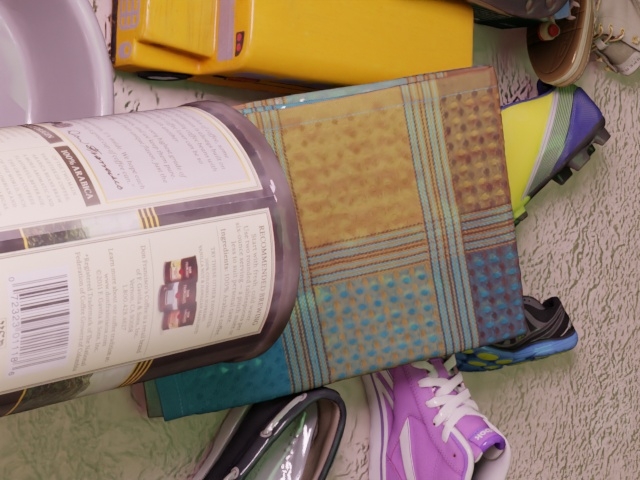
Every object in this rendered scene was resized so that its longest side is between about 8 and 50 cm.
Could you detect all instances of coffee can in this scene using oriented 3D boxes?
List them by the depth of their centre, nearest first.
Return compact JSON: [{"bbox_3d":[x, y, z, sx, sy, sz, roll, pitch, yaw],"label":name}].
[{"bbox_3d":[-0.183,0.013,1.029,0.275,0.201,0.201,-11,98,-38],"label":"coffee can"}]

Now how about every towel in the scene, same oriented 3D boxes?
[{"bbox_3d":[0.000,0.000,1.311,0.370,0.040,0.271,-12,105,-15],"label":"towel"}]

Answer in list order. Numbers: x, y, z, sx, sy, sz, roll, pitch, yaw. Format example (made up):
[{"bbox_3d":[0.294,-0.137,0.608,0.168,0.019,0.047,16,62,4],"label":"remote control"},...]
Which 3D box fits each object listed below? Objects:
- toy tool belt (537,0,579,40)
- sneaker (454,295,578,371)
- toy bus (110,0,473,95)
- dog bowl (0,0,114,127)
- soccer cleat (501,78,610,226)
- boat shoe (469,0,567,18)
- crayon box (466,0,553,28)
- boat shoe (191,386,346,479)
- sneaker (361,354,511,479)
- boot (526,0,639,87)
[{"bbox_3d":[0.238,-0.245,1.481,0.052,0.051,0.083,-24,107,-36],"label":"toy tool belt"},{"bbox_3d":[0.197,0.096,1.566,0.188,0.067,0.078,-6,75,-37],"label":"sneaker"},{"bbox_3d":[-0.023,-0.190,1.327,0.332,0.130,0.108,4,89,-39],"label":"toy bus"},{"bbox_3d":[-0.313,-0.109,1.114,0.349,0.102,0.349,-1,91,-39],"label":"dog bowl"},{"bbox_3d":[0.185,-0.075,1.544,0.289,0.093,0.121,-40,84,-27],"label":"soccer cleat"},{"bbox_3d":[0.084,-0.288,1.332,0.324,0.120,0.122,19,102,-27],"label":"boat shoe"},{"bbox_3d":[0.154,-0.394,1.495,0.203,0.083,0.323,5,89,-39],"label":"crayon box"},{"bbox_3d":[-0.074,0.258,1.324,0.114,0.091,0.302,35,70,-34],"label":"boat shoe"},{"bbox_3d":[0.121,0.146,1.437,0.102,0.161,0.282,-14,99,-36],"label":"sneaker"},{"bbox_3d":[0.301,-0.225,1.600,0.165,0.077,0.213,37,46,-37],"label":"boot"}]
